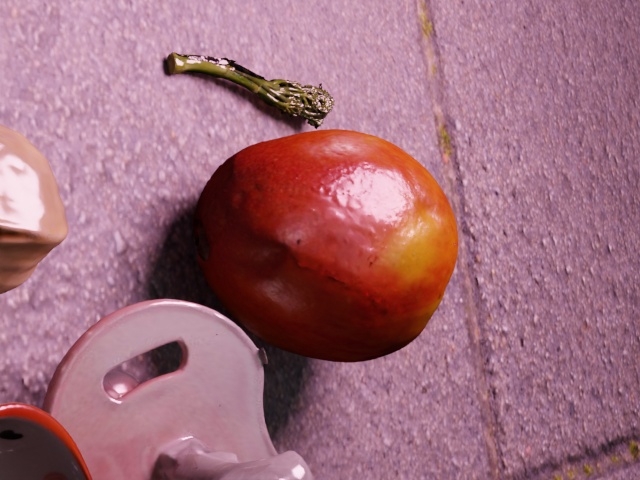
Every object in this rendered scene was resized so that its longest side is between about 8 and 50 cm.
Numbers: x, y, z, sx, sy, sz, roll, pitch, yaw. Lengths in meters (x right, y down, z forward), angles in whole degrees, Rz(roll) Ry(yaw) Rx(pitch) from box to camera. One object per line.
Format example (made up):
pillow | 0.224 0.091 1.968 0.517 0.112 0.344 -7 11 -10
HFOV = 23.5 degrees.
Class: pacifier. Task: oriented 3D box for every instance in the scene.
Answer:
pacifier | -0.114 0.216 1.380 0.220 0.273 0.332 -42 116 -67

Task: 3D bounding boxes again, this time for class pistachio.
pistachio | -0.311 -0.029 1.223 0.229 0.157 0.157 11 72 -44

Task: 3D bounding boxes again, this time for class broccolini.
broccolini | -0.072 -0.167 1.669 0.239 0.051 0.054 13 80 -49

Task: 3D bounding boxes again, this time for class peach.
peach | 0.000 0.000 1.568 0.281 0.281 0.238 -21 141 -53

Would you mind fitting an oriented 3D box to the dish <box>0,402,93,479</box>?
dish | -0.286 0.256 1.209 0.256 0.117 0.256 18 69 -54
